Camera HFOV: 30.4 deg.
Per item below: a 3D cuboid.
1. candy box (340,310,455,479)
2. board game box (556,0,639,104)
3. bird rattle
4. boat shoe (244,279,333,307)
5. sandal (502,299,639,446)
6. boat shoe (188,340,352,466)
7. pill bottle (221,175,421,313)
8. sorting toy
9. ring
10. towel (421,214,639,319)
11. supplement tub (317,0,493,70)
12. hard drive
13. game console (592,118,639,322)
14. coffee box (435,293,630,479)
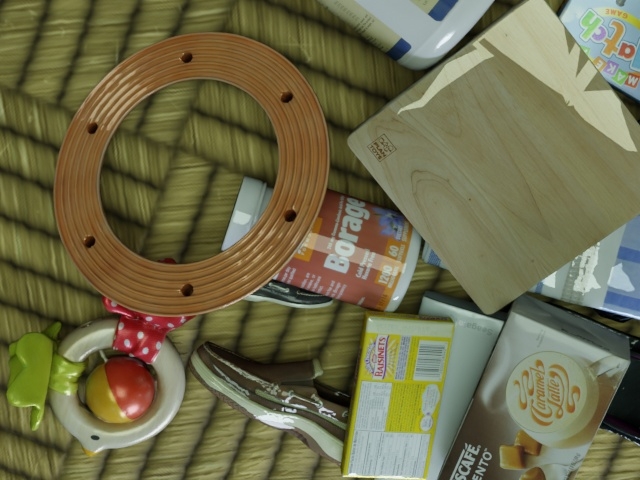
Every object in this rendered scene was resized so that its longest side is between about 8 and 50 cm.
[{"bbox_3d":[0.089,0.184,1.376,0.105,0.027,0.206,6,108,-9],"label":"candy box"},{"bbox_3d":[0.378,-0.283,1.379,0.160,0.039,0.212,28,98,-7],"label":"board game box"},{"bbox_3d":[-0.247,0.145,1.408,0.253,0.143,0.207,-28,112,-11],"label":"bird rattle"},{"bbox_3d":[-0.045,0.055,1.417,0.125,0.046,0.038,8,104,5],"label":"boat shoe"},{"bbox_3d":[0.417,0.194,1.426,0.445,0.107,0.168,13,99,-3],"label":"sandal"},{"bbox_3d":[-0.033,0.177,1.416,0.257,0.095,0.095,32,98,-19],"label":"boat shoe"},{"bbox_3d":[0.000,0.000,1.369,0.216,0.121,0.121,17,99,-6],"label":"pill bottle"},{"bbox_3d":[0.209,-0.097,1.290,0.255,0.089,0.257,-36,101,17],"label":"sorting toy"},{"bbox_3d":[-0.146,-0.077,1.326,0.336,0.032,0.337,-5,74,17],"label":"ring"},{"bbox_3d":[0.270,-0.036,1.365,0.285,0.034,0.209,16,102,12],"label":"towel"},{"bbox_3d":[0.052,-0.358,1.256,0.316,0.228,0.228,37,96,-8],"label":"supplement tub"},{"bbox_3d":[0.185,0.235,1.424,0.203,0.040,0.308,16,105,10],"label":"hard drive"},{"bbox_3d":[0.407,-0.085,1.362,0.361,0.044,0.213,-44,85,16],"label":"game console"},{"bbox_3d":[0.235,0.203,1.332,0.141,0.098,0.247,24,105,8],"label":"coffee box"}]
